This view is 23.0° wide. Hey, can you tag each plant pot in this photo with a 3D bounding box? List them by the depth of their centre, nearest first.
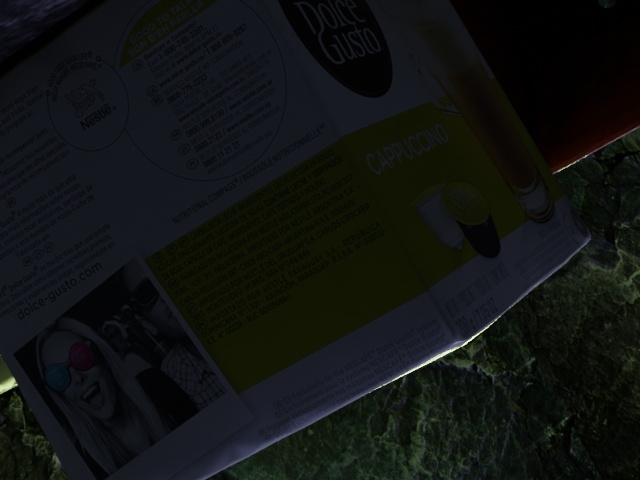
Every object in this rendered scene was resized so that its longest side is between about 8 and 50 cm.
[{"bbox_3d":[0.260,-0.264,1.529,0.267,0.267,0.236,-29,-166,14],"label":"plant pot"}]

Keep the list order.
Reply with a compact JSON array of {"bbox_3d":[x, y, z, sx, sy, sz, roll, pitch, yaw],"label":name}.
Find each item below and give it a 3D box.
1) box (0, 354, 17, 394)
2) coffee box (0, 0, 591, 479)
[{"bbox_3d":[-0.343,0.057,1.489,0.318,0.097,0.395,-3,-170,23],"label":"box"},{"bbox_3d":[-0.050,-0.033,1.240,0.338,0.334,0.337,-31,178,27],"label":"coffee box"}]
